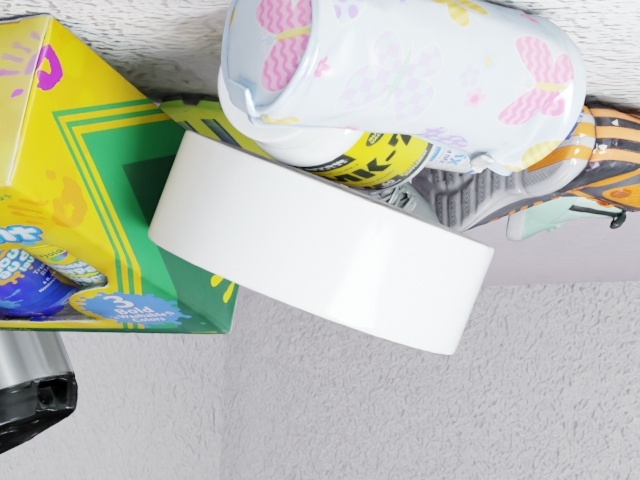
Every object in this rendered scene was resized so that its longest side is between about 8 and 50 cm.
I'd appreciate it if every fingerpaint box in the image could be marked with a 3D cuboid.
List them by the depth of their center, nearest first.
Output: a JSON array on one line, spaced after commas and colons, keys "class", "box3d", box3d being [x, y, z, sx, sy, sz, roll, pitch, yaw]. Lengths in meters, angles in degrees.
[{"class": "fingerpaint box", "box3d": [-0.346, -0.039, 1.452, 0.445, 0.163, 0.371, -1, 158, 26]}]

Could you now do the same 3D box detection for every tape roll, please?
[{"class": "tape roll", "box3d": [0.000, 0.000, 1.319, 0.286, 0.100, 0.286, 20, -177, -1]}]

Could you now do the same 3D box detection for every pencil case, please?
[{"class": "pencil case", "box3d": [0.062, -0.124, 1.112, 0.273, 0.124, 0.113, 9, -149, -38]}]

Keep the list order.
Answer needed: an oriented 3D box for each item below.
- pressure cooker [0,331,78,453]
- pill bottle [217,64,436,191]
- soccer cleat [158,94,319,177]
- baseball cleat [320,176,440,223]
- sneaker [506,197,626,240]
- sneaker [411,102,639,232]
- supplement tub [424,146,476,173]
[{"class": "pressure cooker", "box3d": [-0.527, 0.080, 1.905, 0.370, 0.420, 0.375, -26, 172, 31]}, {"class": "pill bottle", "box3d": [0.009, -0.111, 1.257, 0.119, 0.119, 0.208, -1, 173, 26]}, {"class": "soccer cleat", "box3d": [-0.093, -0.078, 1.586, 0.289, 0.121, 0.093, 6, 173, -31]}, {"class": "baseball cleat", "box3d": [0.047, -0.058, 1.547, 0.206, 0.072, 0.109, 40, 170, -8]}, {"class": "sneaker", "box3d": [0.303, -0.044, 1.857, 0.151, 0.094, 0.256, 7, 172, 6]}, {"class": "sneaker", "box3d": [0.234, -0.064, 1.589, 0.180, 0.124, 0.321, 7, 172, -28]}, {"class": "supplement tub", "box3d": [0.114, -0.104, 1.507, 0.107, 0.071, 0.071, 5, 173, -36]}]
